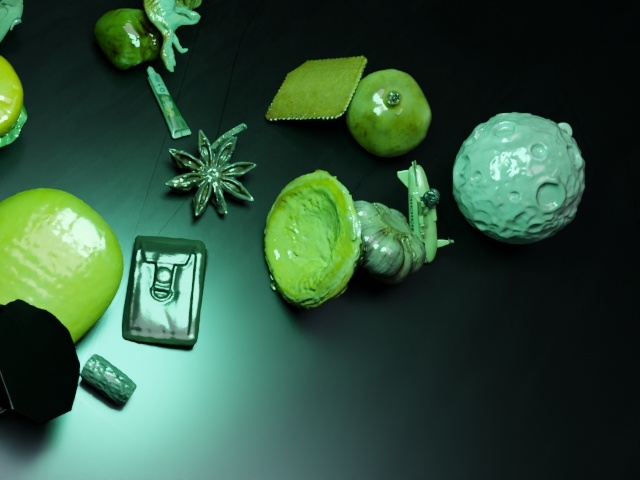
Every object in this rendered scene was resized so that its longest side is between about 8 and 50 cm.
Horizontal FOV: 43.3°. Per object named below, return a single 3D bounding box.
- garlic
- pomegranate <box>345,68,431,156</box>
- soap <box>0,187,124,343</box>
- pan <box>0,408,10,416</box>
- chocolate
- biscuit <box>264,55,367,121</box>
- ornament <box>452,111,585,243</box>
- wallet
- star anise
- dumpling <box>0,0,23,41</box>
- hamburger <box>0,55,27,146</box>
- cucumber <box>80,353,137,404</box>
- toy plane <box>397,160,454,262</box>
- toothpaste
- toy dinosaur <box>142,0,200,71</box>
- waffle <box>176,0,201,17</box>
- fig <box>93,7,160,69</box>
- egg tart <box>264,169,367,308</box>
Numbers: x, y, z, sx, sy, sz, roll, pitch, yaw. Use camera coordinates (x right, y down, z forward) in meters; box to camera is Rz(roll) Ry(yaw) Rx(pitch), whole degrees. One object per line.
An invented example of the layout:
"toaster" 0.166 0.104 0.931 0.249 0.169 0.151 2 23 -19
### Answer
"garlic" 0.131 0.013 1.918 0.245 0.160 0.245 35 21 -16
"pomegranate" 0.171 -0.325 2.077 0.233 0.233 0.233 9 61 -17
"soap" -0.594 0.097 1.585 0.306 0.115 0.427 44 77 -1
"pan" -0.635 0.345 1.492 0.235 0.028 0.136 -37 93 -27
"chocolate" -0.577 0.235 1.472 0.206 0.177 0.224 -14 84 -70
"biscuit" -0.009 -0.391 2.070 0.232 0.013 0.237 2 51 28
"ornament" 0.490 -0.159 2.048 0.337 0.337 0.337 9 61 -17
"wallet" -0.333 0.107 1.746 0.168 0.052 0.245 9 63 -14
"star anise" -0.251 -0.165 1.898 0.230 0.081 0.262 27 68 -6
"dumpling" -0.818 -0.512 1.807 0.293 0.163 0.204 -34 84 -20
"hamburger" -0.753 -0.287 1.706 0.246 0.170 0.246 9 70 -27
"cucumber" -0.421 0.277 1.609 0.112 0.064 0.064 36 57 -2
"toy plane" 0.257 -0.072 2.018 0.104 0.242 0.256 -18 94 10
"toothpaste" -0.378 -0.339 1.968 0.049 0.031 0.204 -20 75 -28
"toy dinosaur" -0.369 -0.603 1.955 0.205 0.092 0.393 -23 98 -54
"waffle" -0.419 -0.745 2.054 0.308 0.213 0.091 36 47 0
"fig" -0.469 -0.493 1.956 0.165 0.144 0.154 28 93 3
"egg tart" 0.000 0.000 1.809 0.120 0.315 0.315 6 59 -45
